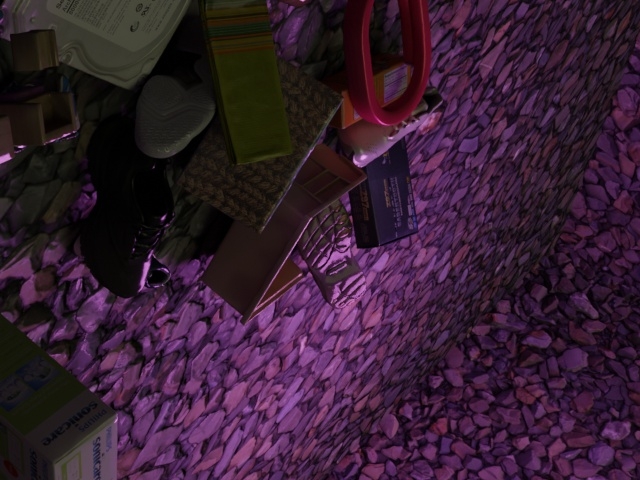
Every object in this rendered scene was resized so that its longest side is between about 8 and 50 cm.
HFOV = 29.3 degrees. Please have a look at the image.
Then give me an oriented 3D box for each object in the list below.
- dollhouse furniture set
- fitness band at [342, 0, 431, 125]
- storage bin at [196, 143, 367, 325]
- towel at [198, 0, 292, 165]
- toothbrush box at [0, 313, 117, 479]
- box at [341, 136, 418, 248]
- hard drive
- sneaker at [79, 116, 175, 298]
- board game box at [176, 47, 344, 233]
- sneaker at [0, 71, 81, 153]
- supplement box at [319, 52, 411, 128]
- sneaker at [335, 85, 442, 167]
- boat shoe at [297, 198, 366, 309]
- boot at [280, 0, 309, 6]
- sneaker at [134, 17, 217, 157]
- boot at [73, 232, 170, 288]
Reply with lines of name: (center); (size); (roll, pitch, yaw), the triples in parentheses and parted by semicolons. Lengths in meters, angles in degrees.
dollhouse furniture set: (-0.432, -0.228, 1.270); (0.286, 0.198, 0.303); (-39, 129, -60)
fitness band: (0.118, -0.348, 2.185); (0.209, 0.054, 0.291); (-39, 133, -38)
storage bin: (-0.065, -0.021, 2.215); (0.262, 0.123, 0.260); (-58, 168, 31)
towel: (-0.099, -0.226, 1.666); (0.102, 0.021, 0.237); (-14, 98, -29)
toothbrush box: (-0.423, 0.250, 1.717); (0.122, 0.283, 0.206); (-39, 155, -36)
box: (0.122, -0.111, 2.486); (0.183, 0.059, 0.233); (-17, 99, -57)
hard drive: (-0.269, -0.325, 1.504); (0.237, 0.064, 0.339); (-58, 158, 6)
sneaker: (-0.273, -0.029, 1.778); (0.109, 0.130, 0.286); (-26, 133, -39)
board game box: (-0.093, -0.156, 1.851); (0.232, 0.141, 0.291); (-58, -174, 3)
sneaker: (-0.388, -0.153, 1.509); (0.211, 0.080, 0.081); (-28, 124, -51)
supplement box: (0.077, -0.281, 2.266); (0.233, 0.078, 0.080); (-31, 128, -48)
sneaker: (0.131, -0.237, 2.354); (0.129, 0.111, 0.297); (-23, -167, 38)
boat shoe: (0.000, 0.000, 2.490); (0.123, 0.116, 0.324); (-25, 132, -12)
boot: (-0.026, -0.483, 1.761); (0.283, 0.109, 0.220); (-52, 156, 11)
sneaker: (-0.196, -0.183, 1.729); (0.153, 0.101, 0.269); (114, -3, -50)
boot: (-0.304, 0.027, 1.911); (0.069, 0.086, 0.190); (-58, 159, 6)
